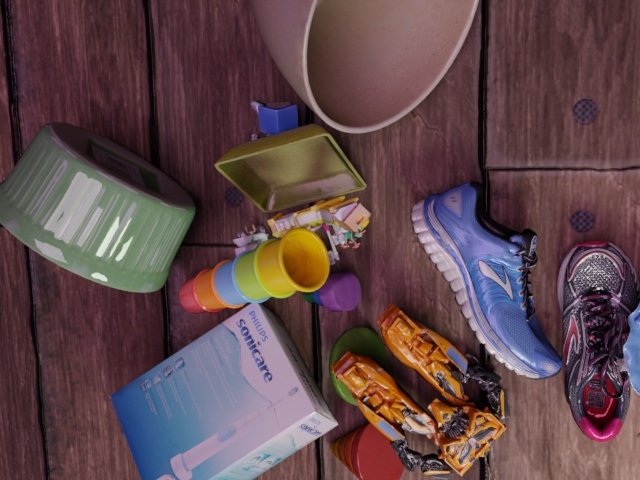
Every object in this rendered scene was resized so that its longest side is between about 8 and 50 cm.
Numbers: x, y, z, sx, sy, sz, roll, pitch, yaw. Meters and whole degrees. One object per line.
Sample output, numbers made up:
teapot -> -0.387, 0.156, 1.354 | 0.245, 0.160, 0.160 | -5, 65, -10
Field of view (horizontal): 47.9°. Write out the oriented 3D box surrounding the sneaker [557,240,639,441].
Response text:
sneaker -> 0.420, 0.148, 1.066 | 0.121, 0.112, 0.299 | -4, 97, 17

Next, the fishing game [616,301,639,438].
fishing game -> 0.490, 0.147, 1.038 | 0.041, 0.189, 0.264 | 7, 104, 59

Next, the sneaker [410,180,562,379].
sneaker -> 0.275, 0.057, 1.084 | 0.147, 0.130, 0.330 | -32, 89, 21

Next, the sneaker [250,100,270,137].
sneaker -> -0.088, -0.182, 1.196 | 0.098, 0.038, 0.069 | 37, 106, 8

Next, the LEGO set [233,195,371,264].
LEGO set -> 0.000, 0.000, 1.145 | 0.287, 0.132, 0.107 | -11, 103, 44

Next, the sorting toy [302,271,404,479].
sorting toy -> 0.035, 0.235, 1.213 | 0.126, 0.127, 0.365 | -11, 93, 47

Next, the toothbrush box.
toothbrush box -> -0.157, 0.274, 1.167 | 0.295, 0.126, 0.216 | -35, 61, 3

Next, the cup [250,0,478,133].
cup -> 0.031, -0.354, 1.016 | 0.237, 0.331, 0.331 | 40, 109, 33

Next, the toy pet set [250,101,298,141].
toy pet set -> -0.055, -0.161, 1.144 | 0.122, 0.065, 0.114 | -2, 117, 1

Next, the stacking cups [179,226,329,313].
stacking cups -> -0.124, 0.055, 1.136 | 0.316, 0.096, 0.096 | -16, 95, 47

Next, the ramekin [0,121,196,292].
ramekin -> -0.350, -0.061, 1.160 | 0.303, 0.303, 0.148 | 34, 99, 8

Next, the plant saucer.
plant saucer -> -0.043, -0.118, 1.138 | 0.188, 0.188, 0.045 | -13, 64, 17

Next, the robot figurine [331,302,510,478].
robot figurine -> 0.168, 0.249, 1.127 | 0.291, 0.085, 0.211 | 43, 90, -11
